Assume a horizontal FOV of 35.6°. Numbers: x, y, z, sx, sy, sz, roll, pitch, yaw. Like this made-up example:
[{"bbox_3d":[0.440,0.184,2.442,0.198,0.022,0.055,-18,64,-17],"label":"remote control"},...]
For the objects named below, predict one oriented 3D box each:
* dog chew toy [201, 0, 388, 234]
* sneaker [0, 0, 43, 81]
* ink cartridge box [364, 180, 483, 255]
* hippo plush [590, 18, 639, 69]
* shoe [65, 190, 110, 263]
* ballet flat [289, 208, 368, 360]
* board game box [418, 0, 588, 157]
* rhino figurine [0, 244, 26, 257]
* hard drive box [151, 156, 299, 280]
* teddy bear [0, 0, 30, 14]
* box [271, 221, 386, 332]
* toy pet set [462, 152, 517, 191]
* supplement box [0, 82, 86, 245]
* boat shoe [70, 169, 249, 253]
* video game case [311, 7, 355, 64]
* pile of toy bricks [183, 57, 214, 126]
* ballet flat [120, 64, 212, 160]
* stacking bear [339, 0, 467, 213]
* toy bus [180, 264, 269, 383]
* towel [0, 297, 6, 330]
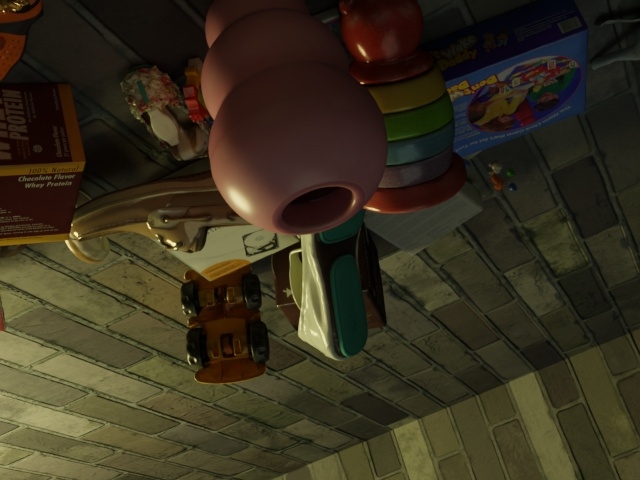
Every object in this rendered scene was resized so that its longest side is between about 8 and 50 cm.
[{"bbox_3d":[-0.049,-0.174,1.174,0.206,0.332,0.206,-15,153,-8],"label":"dog chew toy"},{"bbox_3d":[-0.452,-0.214,1.082,0.321,0.124,0.180,-17,152,-1],"label":"sneaker"},{"bbox_3d":[0.161,-0.076,1.830,0.181,0.056,0.225,-35,130,30],"label":"ink cartridge box"},{"bbox_3d":[0.590,-0.282,1.469,0.294,0.236,0.234,-19,154,2],"label":"hippo plush"},{"bbox_3d":[-0.368,-0.028,1.540,0.058,0.076,0.219,-16,152,6],"label":"shoe"},{"bbox_3d":[0.000,0.000,1.619,0.139,0.400,0.139,-2,-165,0],"label":"ballet flat"},{"bbox_3d":[0.231,-0.225,1.535,0.347,0.078,0.233,-20,153,4],"label":"board game box"},{"bbox_3d":[-0.529,-0.026,1.451,0.243,0.073,0.106,10,140,-40],"label":"rhino figurine"},{"bbox_3d":[-0.164,-0.039,1.633,0.181,0.089,0.232,-25,152,11],"label":"hard drive box"},{"bbox_3d":[-0.420,-0.196,0.902,0.338,0.113,0.245,-24,159,-19],"label":"teddy bear"},{"bbox_3d":[0.016,0.065,1.826,0.167,0.168,0.203,-10,155,9],"label":"box"},{"bbox_3d":[0.264,-0.137,1.688,0.114,0.122,0.065,22,141,-30],"label":"toy pet set"},{"bbox_3d":[-0.426,-0.096,1.317,0.191,0.129,0.194,-5,151,-24],"label":"supplement box"},{"bbox_3d":[-0.200,-0.035,1.443,0.341,0.110,0.121,-12,-179,3],"label":"boat shoe"},{"bbox_3d":[-0.034,-0.250,1.390,0.157,0.019,0.143,-19,153,4],"label":"video game case"},{"bbox_3d":[-0.106,-0.161,1.386,0.118,0.105,0.212,-5,156,17],"label":"pile of toy bricks"},{"bbox_3d":[-0.206,-0.156,1.397,0.091,0.077,0.241,-25,153,12],"label":"ballet flat"},{"bbox_3d":[0.097,-0.198,1.343,0.175,0.164,0.289,-12,113,0],"label":"stacking bear"},{"bbox_3d":[-0.172,0.145,1.908,0.149,0.220,0.211,-7,-176,4],"label":"toy bus"},{"bbox_3d":[-0.671,0.086,1.561,0.329,0.037,0.237,-1,150,-13],"label":"towel"}]
